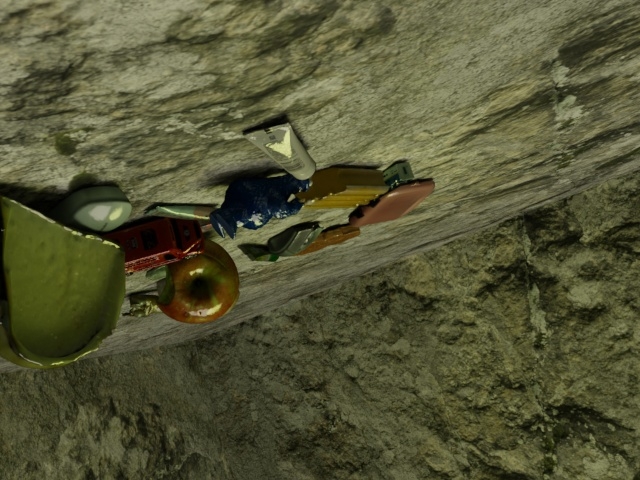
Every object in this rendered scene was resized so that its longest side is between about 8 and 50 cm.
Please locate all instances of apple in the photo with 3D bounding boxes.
[{"bbox_3d":[-0.355,0.114,1.931,0.246,0.246,0.226,-13,-177,-20],"label":"apple"}]

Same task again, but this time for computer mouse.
[{"bbox_3d":[-0.473,-0.045,1.397,0.128,0.079,0.231,-2,166,-41],"label":"computer mouse"},{"bbox_3d":[-0.081,0.005,2.245,0.126,0.071,0.231,-6,164,-45],"label":"computer mouse"}]

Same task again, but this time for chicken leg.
[{"bbox_3d":[-0.509,0.223,2.527,0.429,0.152,0.201,-3,176,-23],"label":"chicken leg"}]

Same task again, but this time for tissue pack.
[{"bbox_3d":[-0.282,-0.048,1.767,0.083,0.035,0.063,-15,170,2],"label":"tissue pack"}]

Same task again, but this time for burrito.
[{"bbox_3d":[-0.483,0.091,2.146,0.118,0.044,0.074,-17,166,23],"label":"burrito"}]

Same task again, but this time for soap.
[{"bbox_3d":[0.050,-0.131,1.753,0.140,0.073,0.232,-28,165,39],"label":"soap"}]

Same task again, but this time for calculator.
[{"bbox_3d":[0.227,-0.115,2.179,0.220,0.048,0.330,-10,165,-25],"label":"calculator"}]

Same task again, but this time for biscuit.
[{"bbox_3d":[0.000,-0.001,2.412,0.289,0.044,0.202,-20,170,6],"label":"biscuit"}]

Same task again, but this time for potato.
[{"bbox_3d":[-0.557,0.105,1.296,0.213,0.280,0.330,-10,159,28],"label":"potato"}]

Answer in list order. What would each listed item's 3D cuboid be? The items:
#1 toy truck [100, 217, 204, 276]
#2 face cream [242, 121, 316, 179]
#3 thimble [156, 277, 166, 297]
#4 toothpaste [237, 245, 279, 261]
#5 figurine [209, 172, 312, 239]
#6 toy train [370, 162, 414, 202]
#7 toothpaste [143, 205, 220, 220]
[{"bbox_3d":[-0.414,0.010,1.662,0.253,0.107,0.114,-16,170,-2],"label":"toy truck"},{"bbox_3d":[-0.070,-0.181,1.386,0.092,0.058,0.244,-13,165,13],"label":"face cream"},{"bbox_3d":[-0.511,0.174,2.400,0.115,0.090,0.102,-16,166,4],"label":"thimble"},{"bbox_3d":[-0.197,0.045,2.306,0.047,0.078,0.248,-51,163,12],"label":"toothpaste"},{"bbox_3d":[-0.132,-0.099,1.558,0.164,0.120,0.262,7,-147,44],"label":"figurine"},{"bbox_3d":[0.170,-0.151,1.897,0.052,0.051,0.234,-10,171,-29],"label":"toy train"},{"bbox_3d":[-0.318,-0.066,1.630,0.056,0.036,0.205,-23,164,39],"label":"toothpaste"}]
